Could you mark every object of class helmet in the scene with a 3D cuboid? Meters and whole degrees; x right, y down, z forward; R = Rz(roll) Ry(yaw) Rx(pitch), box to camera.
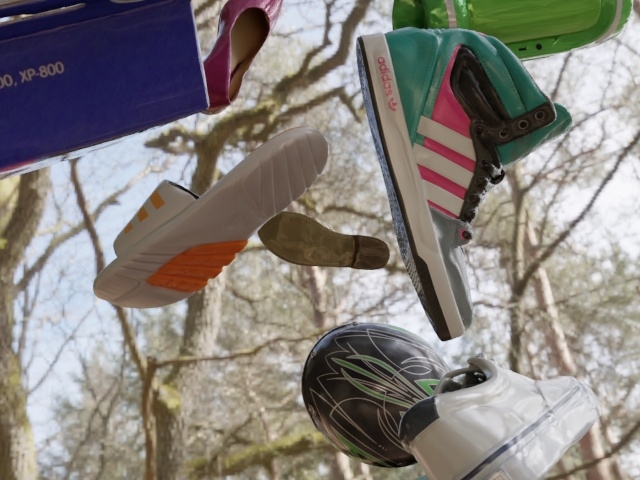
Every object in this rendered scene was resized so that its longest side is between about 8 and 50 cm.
[{"bbox_3d":[0.067,0.170,0.961,0.169,0.169,0.161,-11,-25,5],"label":"helmet"}]

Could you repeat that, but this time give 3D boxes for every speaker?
[{"bbox_3d":[0.248,-0.294,1.118,0.297,0.131,0.131,-12,-28,-18],"label":"speaker"}]

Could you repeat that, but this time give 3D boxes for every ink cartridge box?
[{"bbox_3d":[-0.176,-0.070,0.490,0.176,0.069,0.371,-20,7,-20],"label":"ink cartridge box"}]

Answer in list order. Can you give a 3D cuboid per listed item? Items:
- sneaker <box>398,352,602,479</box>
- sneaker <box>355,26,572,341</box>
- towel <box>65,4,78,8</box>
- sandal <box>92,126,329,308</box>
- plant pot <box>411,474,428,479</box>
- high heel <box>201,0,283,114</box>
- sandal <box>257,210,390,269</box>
[{"bbox_3d":[0.133,0.121,0.623,0.094,0.091,0.258,-43,-16,17],"label":"sneaker"},{"bbox_3d":[0.150,-0.065,0.814,0.178,0.295,0.124,-14,5,0],"label":"sneaker"},{"bbox_3d":[-0.299,-0.545,1.491,0.324,0.056,0.312,-21,-32,-23],"label":"towel"},{"bbox_3d":[-0.107,-0.031,0.825,0.265,0.076,0.102,-37,-35,12],"label":"sandal"},{"bbox_3d":[0.209,0.554,1.275,0.341,0.341,0.334,-7,-33,-2],"label":"plant pot"},{"bbox_3d":[-0.141,-0.379,1.718,0.181,0.377,0.127,13,-32,38],"label":"high heel"},{"bbox_3d":[-0.002,0.006,1.528,0.240,0.088,0.079,13,-1,-10],"label":"sandal"}]
